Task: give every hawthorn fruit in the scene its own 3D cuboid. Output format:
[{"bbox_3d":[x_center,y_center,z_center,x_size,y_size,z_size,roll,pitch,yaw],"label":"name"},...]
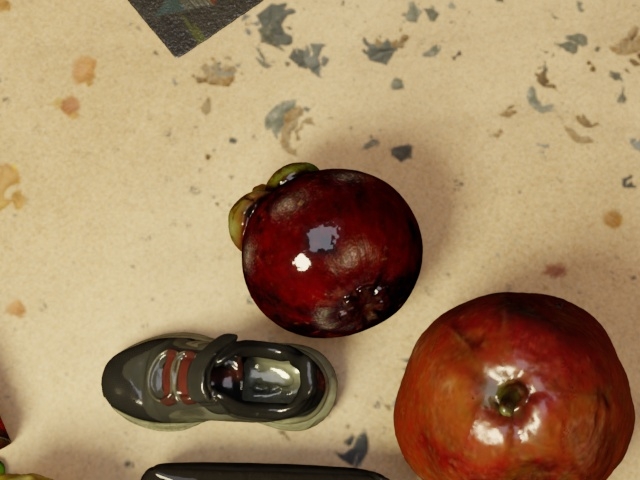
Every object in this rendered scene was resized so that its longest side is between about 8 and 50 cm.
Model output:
[{"bbox_3d":[0.176,0.146,1.104,0.224,0.261,0.224,-1,76,4],"label":"hawthorn fruit"}]

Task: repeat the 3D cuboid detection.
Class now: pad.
[{"bbox_3d":[-0.113,-0.306,1.348,0.211,0.003,0.143,-37,80,-12],"label":"pad"}]

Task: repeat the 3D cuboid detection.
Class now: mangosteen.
[{"bbox_3d":[0.000,0.000,1.192,0.200,0.200,0.199,1,74,-3],"label":"mangosteen"}]

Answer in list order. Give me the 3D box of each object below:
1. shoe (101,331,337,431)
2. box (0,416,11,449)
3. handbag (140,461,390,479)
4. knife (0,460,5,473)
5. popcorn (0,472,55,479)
[{"bbox_3d":[-0.095,0.129,1.171,0.228,0.112,0.099,3,75,-4],"label":"shoe"},{"bbox_3d":[-0.433,0.173,1.162,0.240,0.074,0.153,-25,73,-10],"label":"box"},{"bbox_3d":[-0.050,0.317,1.142,0.247,0.080,0.223,3,83,-3],"label":"handbag"},{"bbox_3d":[-0.391,0.270,1.166,0.212,0.015,0.054,-28,78,-10],"label":"knife"},{"bbox_3d":[-0.256,0.313,1.084,0.189,0.169,0.218,-4,85,2],"label":"popcorn"}]
